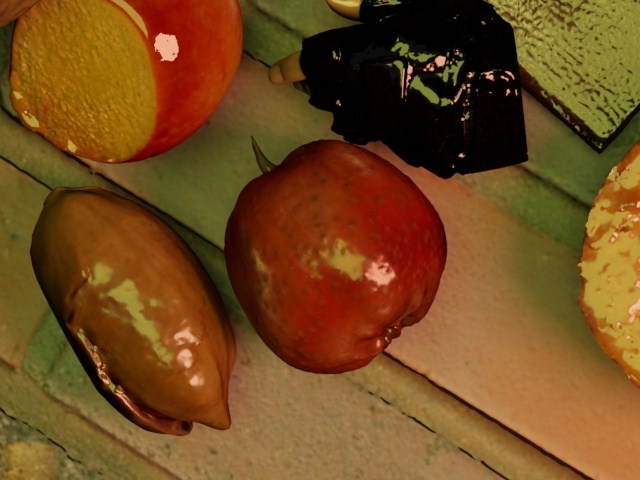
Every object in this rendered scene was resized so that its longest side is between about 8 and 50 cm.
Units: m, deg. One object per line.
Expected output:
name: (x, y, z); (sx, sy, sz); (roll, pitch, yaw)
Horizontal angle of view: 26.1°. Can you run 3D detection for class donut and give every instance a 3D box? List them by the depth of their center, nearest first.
donut: (0.339, 0.012, 1.077); (0.277, 0.108, 0.278); (0, 92, 8)

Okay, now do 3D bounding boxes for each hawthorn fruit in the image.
hawthorn fruit: (0.000, 0.000, 1.097); (0.179, 0.179, 0.200); (-44, 84, 8)

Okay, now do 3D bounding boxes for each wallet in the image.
wallet: (0.179, -0.198, 1.131); (0.243, 0.039, 0.133); (41, 94, 7)

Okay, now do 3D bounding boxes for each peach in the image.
peach: (-0.161, -0.157, 1.104); (0.190, 0.190, 0.192); (41, 81, 5)

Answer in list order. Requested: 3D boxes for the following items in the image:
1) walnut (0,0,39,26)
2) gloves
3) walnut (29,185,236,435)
walnut: (-0.291, -0.276, 0.967); (0.277, 0.282, 0.253); (19, 55, 42)
gloves: (0.057, -0.127, 1.105); (0.203, 0.124, 0.164); (-6, 96, 9)
walnut: (-0.152, 0.059, 1.143); (0.137, 0.137, 0.245); (-35, 81, 8)
